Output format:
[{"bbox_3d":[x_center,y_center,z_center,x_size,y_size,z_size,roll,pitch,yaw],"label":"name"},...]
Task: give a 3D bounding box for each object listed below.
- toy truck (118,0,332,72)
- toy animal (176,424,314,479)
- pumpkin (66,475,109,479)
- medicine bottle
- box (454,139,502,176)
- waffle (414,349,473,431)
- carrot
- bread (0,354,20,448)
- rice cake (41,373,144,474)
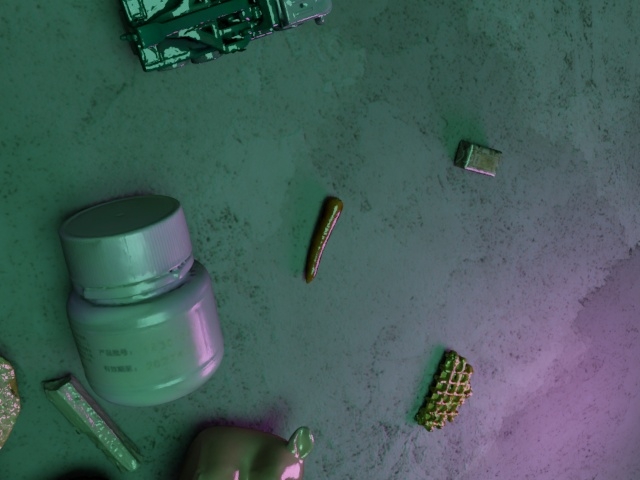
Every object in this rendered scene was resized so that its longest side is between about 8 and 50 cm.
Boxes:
[{"bbox_3d":[-0.157,-0.379,1.182,0.364,0.178,0.176,-26,117,-22],"label":"toy truck"},{"bbox_3d":[-0.157,0.476,1.450,0.256,0.212,0.195,17,142,-21],"label":"toy animal"},{"bbox_3d":[-0.462,0.572,1.342,0.260,0.189,0.260,11,73,-40],"label":"pumpkin"},{"bbox_3d":[-0.302,0.096,1.223,0.241,0.241,0.301,-18,115,-23],"label":"medicine bottle"},{"bbox_3d":[0.347,-0.180,1.601,0.098,0.045,0.062,12,100,-33],"label":"box"},{"bbox_3d":[0.299,0.371,1.764,0.192,0.046,0.160,-42,124,-10],"label":"waffle"},{"bbox_3d":[0.000,0.000,1.483,0.037,0.037,0.190,14,103,-32],"label":"carrot"},{"bbox_3d":[-0.622,0.270,1.208,0.211,0.224,0.183,-30,122,-66],"label":"bread"},{"bbox_3d":[-0.422,0.346,1.359,0.057,0.052,0.256,-22,120,12],"label":"rice cake"}]
